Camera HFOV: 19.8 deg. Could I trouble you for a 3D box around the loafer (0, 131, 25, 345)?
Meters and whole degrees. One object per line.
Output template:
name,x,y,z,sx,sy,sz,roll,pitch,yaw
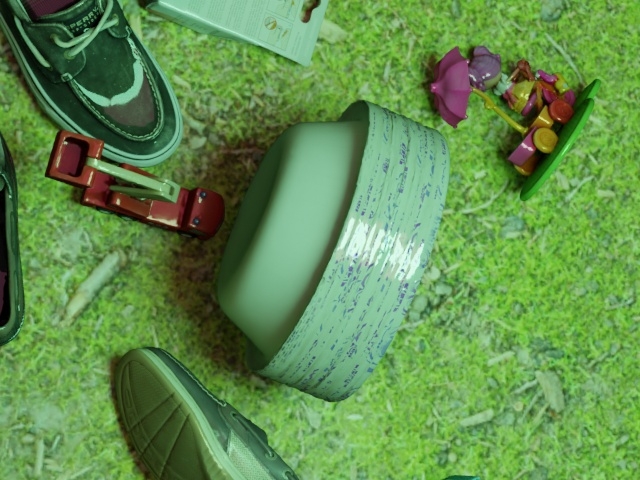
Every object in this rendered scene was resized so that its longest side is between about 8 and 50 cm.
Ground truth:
loafer,-0.329,-0.031,1.757,0.096,0.084,0.267,-12,89,-18

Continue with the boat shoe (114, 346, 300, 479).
boat shoe,-0.092,0.216,1.790,0.092,0.103,0.285,-23,66,-46

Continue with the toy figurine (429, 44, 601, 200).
toy figurine,0.196,-0.153,1.932,0.159,0.130,0.173,35,54,-2

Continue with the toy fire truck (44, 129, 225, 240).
toy fire truck,-0.176,-0.051,1.780,0.192,0.135,0.047,17,80,-15

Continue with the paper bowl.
paper bowl,0.000,0.000,1.754,0.148,0.284,0.284,22,79,-11

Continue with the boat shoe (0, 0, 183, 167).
boat shoe,-0.251,-0.212,1.781,0.121,0.119,0.335,-41,97,-17

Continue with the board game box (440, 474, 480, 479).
board game box,0.099,0.441,1.849,0.253,0.079,0.336,-21,92,-18

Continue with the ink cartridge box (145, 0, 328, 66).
ink cartridge box,-0.077,-0.275,1.891,0.179,0.045,0.145,22,78,-25
